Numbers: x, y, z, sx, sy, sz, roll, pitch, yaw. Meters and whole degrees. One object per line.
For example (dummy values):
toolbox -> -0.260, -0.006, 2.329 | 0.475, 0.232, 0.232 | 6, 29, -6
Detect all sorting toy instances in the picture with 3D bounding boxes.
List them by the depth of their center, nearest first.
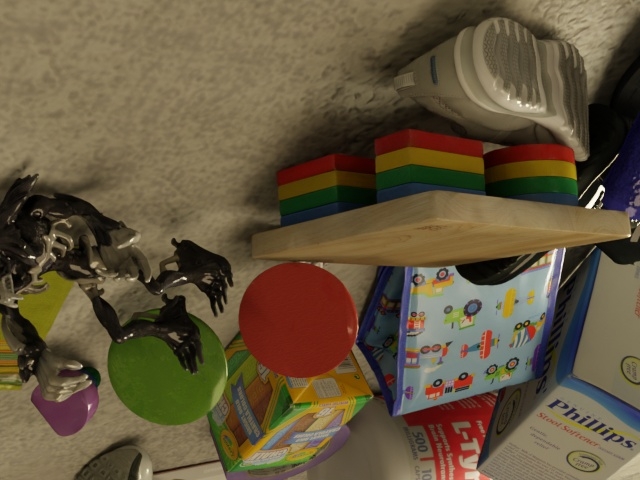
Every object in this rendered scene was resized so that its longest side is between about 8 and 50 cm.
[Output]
sorting toy -> 0.108, -0.035, 0.925 | 0.255, 0.089, 0.257 | 4, 170, -38
sorting toy -> -0.129, 0.110, 1.056 | 0.366, 0.127, 0.126 | -21, -170, 12

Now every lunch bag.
lunch bag -> 0.182, 0.060, 1.208 | 0.221, 0.138, 0.293 | -12, 138, -18

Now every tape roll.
tape roll -> -0.058, 0.276, 1.407 | 0.189, 0.080, 0.189 | -19, 150, -12

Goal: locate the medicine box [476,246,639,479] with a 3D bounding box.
medicine box -> 0.372, 0.198, 1.395 | 0.149, 0.263, 0.289 | 27, 138, 1

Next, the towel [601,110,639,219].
towel -> 0.415, -0.160, 0.964 | 0.228, 0.076, 0.308 | 1, 124, -28

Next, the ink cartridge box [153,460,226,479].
ink cartridge box -> -0.261, 0.447, 1.551 | 0.296, 0.066, 0.261 | -3, 119, -34

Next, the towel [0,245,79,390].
towel -> -0.311, 0.084, 0.965 | 0.102, 0.021, 0.237 | -1, 143, -37

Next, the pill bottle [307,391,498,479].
pill bottle -> 0.201, 0.356, 1.561 | 0.408, 0.229, 0.229 | 3, 141, -35

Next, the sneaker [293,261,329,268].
sneaker -> 0.000, 0.000, 1.049 | 0.069, 0.038, 0.098 | -30, 160, 6

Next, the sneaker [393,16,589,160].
sneaker -> 0.174, -0.139, 0.922 | 0.115, 0.105, 0.281 | -7, 166, 35

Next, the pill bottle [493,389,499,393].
pill bottle -> 0.331, 0.220, 1.620 | 0.116, 0.065, 0.065 | 4, 140, -40

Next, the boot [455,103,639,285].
boot -> 0.295, -0.013, 1.102 | 0.207, 0.094, 0.246 | 32, 104, -39

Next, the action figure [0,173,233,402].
action figure -> -0.204, 0.040, 0.844 | 0.276, 0.141, 0.164 | 15, 115, -40

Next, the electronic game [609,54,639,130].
electronic game -> 0.427, -0.174, 1.067 | 0.229, 0.048, 0.229 | -12, 148, -8

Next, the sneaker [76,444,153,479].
sneaker -> -0.277, 0.395, 1.403 | 0.129, 0.111, 0.297 | -22, 141, -42

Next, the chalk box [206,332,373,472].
chalk box -> -0.061, 0.203, 1.233 | 0.132, 0.132, 0.213 | 3, 140, -40
